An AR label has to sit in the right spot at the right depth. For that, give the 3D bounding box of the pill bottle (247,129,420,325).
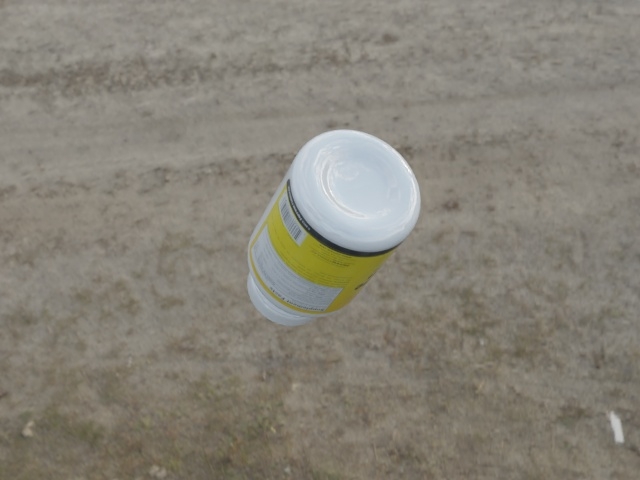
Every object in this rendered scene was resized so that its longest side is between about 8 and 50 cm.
[{"bbox_3d":[0.000,0.000,0.731,0.103,0.184,0.103,9,60,-17],"label":"pill bottle"}]
